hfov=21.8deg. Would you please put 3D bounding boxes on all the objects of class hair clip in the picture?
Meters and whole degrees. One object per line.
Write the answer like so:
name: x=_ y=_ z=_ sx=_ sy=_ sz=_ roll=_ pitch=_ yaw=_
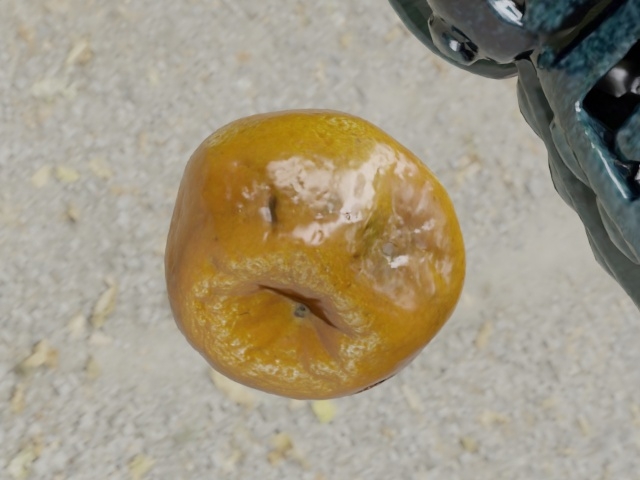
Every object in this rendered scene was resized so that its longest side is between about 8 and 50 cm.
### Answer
hair clip: x=0.087 y=-0.118 z=0.589 sx=0.310 sy=0.194 sz=0.206 roll=42 pitch=23 yaw=-9

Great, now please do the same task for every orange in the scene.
orange: x=0.000 y=0.000 z=1.316 sx=0.249 sy=0.249 sz=0.183 roll=30 pitch=41 yaw=-22
